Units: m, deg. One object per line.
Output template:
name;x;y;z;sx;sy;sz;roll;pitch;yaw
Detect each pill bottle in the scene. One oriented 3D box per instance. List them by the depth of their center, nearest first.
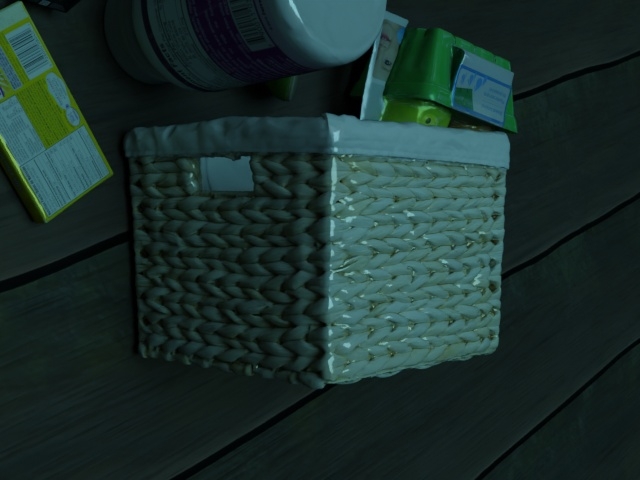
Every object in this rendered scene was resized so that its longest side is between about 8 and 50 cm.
pill bottle;-0.092;-0.248;1.047;0.169;0.301;0.169;2;87;-47

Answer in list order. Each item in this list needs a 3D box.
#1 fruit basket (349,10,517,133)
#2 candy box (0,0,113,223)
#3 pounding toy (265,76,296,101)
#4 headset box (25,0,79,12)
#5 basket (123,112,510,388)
fruit basket;0.165;-0.116;1.426;0.327;0.165;0.353;12;83;-47
candy box;-0.300;-0.131;1.017;0.105;0.027;0.206;-43;118;-39
pounding toy;-0.057;-0.297;1.221;0.183;0.110;0.237;-77;-177;-59
headset box;-0.286;-0.285;1.023;0.062;0.032;0.083;8;65;-48
basket;0.000;0.000;1.126;0.331;0.328;0.267;-4;95;-48
